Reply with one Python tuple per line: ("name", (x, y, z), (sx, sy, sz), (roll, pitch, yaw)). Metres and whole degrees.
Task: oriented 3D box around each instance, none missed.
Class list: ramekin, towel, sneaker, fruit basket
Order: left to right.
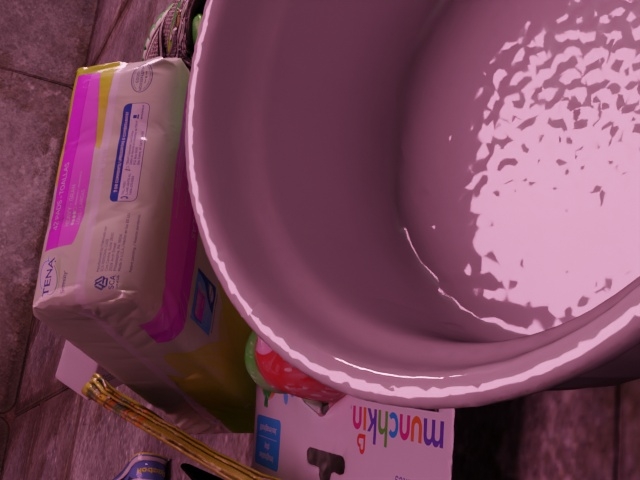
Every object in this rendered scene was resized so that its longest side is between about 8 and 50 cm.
("sneaker", (-0.227, 0.313, 1.210), (0.144, 0.053, 0.059), (122, 150, -42))
("sneaker", (-0.136, -0.232, 1.161), (0.343, 0.134, 0.146), (-56, 13, 42))
("towel", (-0.083, 0.163, 0.756), (0.237, 0.102, 0.021), (17, 72, 44))
("fruit basket", (0.000, 0.000, 0.679), (0.327, 0.165, 0.353), (171, 108, -67))
("ramekin", (0.083, -0.066, 0.422), (0.277, 0.135, 0.277), (-11, 73, 39))

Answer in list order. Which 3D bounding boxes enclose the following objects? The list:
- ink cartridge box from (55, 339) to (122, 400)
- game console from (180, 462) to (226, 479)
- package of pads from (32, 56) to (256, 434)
("ink cartridge box", (-0.205, 0.021, 1.199), (0.165, 0.065, 0.333), (-20, -43, -62))
("game console", (-0.058, 0.231, 0.766), (0.122, 0.071, 0.107), (-172, 77, -69))
("package of pads", (-0.120, 0.012, 0.848), (0.296, 0.101, 0.229), (60, -153, -56))
